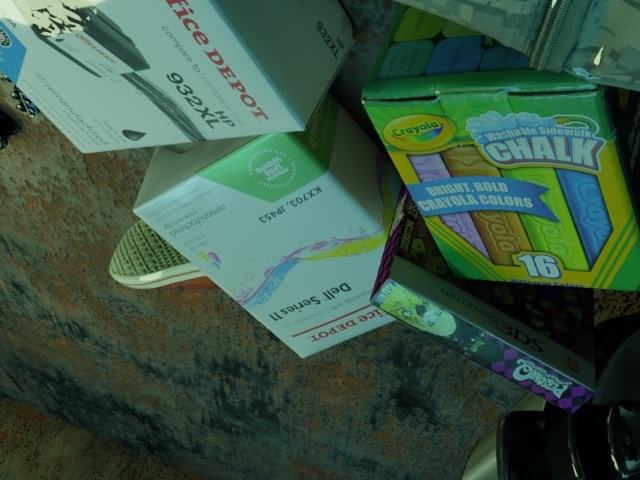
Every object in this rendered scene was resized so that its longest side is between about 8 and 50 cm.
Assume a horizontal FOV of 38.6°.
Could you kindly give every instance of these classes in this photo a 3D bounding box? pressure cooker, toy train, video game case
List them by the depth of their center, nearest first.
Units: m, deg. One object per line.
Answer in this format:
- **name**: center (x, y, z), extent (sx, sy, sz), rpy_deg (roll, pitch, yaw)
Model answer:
- **video game case**: center (0.162, 0.024, 0.862), extent (0.210, 0.232, 0.042), rpy_deg (30, 129, -7)
- **pressure cooker**: center (0.372, 0.270, 0.945), extent (0.375, 0.370, 0.420), rpy_deg (49, 152, 16)
- **toy train**: center (-0.362, -0.204, 1.092), extent (0.036, 0.027, 0.158), rpy_deg (9, 148, 6)

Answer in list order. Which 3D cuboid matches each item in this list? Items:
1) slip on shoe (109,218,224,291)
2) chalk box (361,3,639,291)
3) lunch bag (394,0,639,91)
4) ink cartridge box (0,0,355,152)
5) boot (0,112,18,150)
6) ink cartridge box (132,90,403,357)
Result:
- **slip on shoe**: center (-0.157, 0.024, 1.224), extent (0.331, 0.123, 0.101), rpy_deg (-5, 143, 35)
- **chalk box**: center (0.158, -0.118, 0.686), extent (0.179, 0.180, 0.289), rpy_deg (3, 143, 33)
- **lunch bag**: center (0.197, -0.208, 0.388), extent (0.256, 0.305, 0.212), rpy_deg (27, 152, 7)
- **ink cartridge box**: center (-0.160, -0.204, 0.831), extent (0.307, 0.129, 0.223), rpy_deg (-1, 142, 38)
- **boot**: center (-0.477, -0.157, 1.234), extent (0.121, 0.045, 0.099), rpy_deg (29, 154, -22)
- **ink cartridge box**: center (0.000, 0.000, 0.996), extent (0.207, 0.119, 0.353), rpy_deg (-26, 126, 29)
